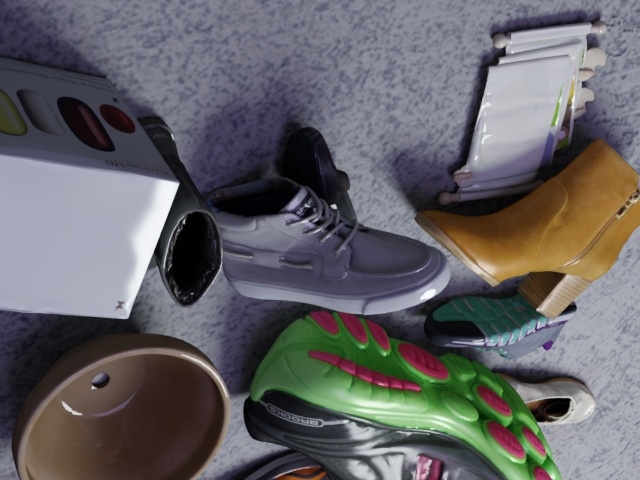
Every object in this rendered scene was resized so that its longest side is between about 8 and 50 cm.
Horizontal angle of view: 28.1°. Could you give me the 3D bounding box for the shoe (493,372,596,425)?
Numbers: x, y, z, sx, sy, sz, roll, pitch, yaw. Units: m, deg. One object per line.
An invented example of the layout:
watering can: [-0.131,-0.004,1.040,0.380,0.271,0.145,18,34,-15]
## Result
shoe: [0.306,0.230,1.767,0.219,0.058,0.076,11,117,-35]

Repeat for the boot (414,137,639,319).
boot: [0.260,-0.039,1.508,0.295,0.104,0.211,28,102,-40]

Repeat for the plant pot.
plant pot: [-0.226,0.182,1.390,0.237,0.110,0.237,-15,128,-21]

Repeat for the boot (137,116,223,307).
boot: [-0.146,-0.002,1.232,0.076,0.208,0.189,-13,128,-21]

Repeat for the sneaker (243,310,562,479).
sneaker: [0.112,0.246,1.588,0.483,0.185,0.202,30,123,-24]

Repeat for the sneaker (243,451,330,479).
sneaker: [0.040,0.362,1.626,0.321,0.180,0.124,-7,125,-26]

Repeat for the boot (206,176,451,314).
boot: [0.000,0.000,1.321,0.258,0.095,0.123,0,133,24]

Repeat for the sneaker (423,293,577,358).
sneaker: [0.225,0.125,1.630,0.224,0.083,0.098,-7,130,-27]

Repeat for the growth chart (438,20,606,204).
growth chart: [0.240,-0.145,1.480,0.172,0.021,0.237,-3,124,-29]

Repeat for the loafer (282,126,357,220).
loafer: [0.003,-0.060,1.388,0.061,0.062,0.170,-41,142,-29]

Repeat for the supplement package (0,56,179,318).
supplement package: [-0.264,-0.054,1.131,0.194,0.203,0.149,7,119,-34]
